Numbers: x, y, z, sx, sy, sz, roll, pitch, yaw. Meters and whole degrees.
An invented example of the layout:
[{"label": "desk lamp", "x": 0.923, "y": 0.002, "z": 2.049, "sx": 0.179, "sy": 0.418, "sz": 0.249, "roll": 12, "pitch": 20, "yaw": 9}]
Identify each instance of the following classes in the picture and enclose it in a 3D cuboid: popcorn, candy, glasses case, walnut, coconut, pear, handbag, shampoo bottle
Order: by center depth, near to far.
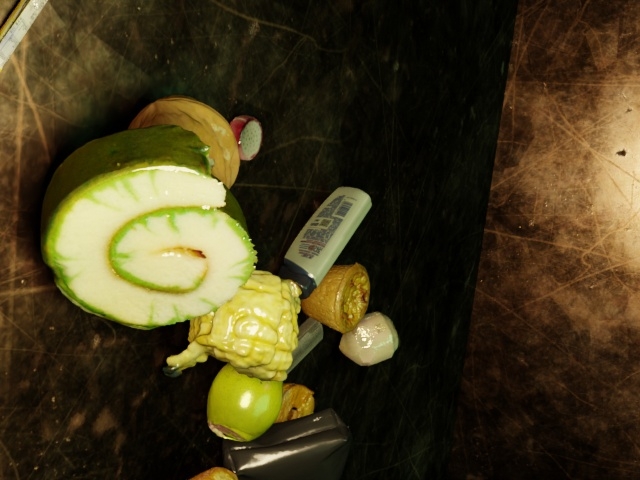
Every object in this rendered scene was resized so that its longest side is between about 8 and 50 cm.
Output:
[{"label": "walnut", "x": -0.263, "y": -0.160, "z": 1.403, "sx": 0.228, "sy": 0.228, "sz": 0.228, "roll": -31, "pitch": 127, "yaw": -54}, {"label": "popcorn", "x": -0.164, "y": 0.190, "z": 1.665, "sx": 0.293, "sy": 0.293, "sz": 0.237, "roll": 52, "pitch": 35, "yaw": -55}, {"label": "candy", "x": -0.171, "y": -0.232, "z": 1.701, "sx": 0.103, "sy": 0.043, "sz": 0.103, "roll": -31, "pitch": 126, "yaw": -54}, {"label": "pear", "x": -0.170, "y": 0.364, "z": 1.790, "sx": 0.220, "sy": 0.187, "sz": 0.187, "roll": -63, "pitch": 149, "yaw": -31}, {"label": "handbag", "x": -0.082, "y": 0.592, "z": 1.971, "sx": 0.342, "sy": 0.152, "sz": 0.288, "roll": -10, "pitch": 129, "yaw": -13}, {"label": "shampoo bottle", "x": 0.000, "y": 0.000, "z": 2.006, "sx": 0.359, "sy": 0.134, "sz": 0.078, "roll": -55, "pitch": 145, "yaw": -32}, {"label": "glasses case", "x": -0.063, "y": 0.296, "z": 2.098, "sx": 0.205, "sy": 0.047, "sz": 0.071, "roll": -38, "pitch": 132, "yaw": -49}, {"label": "coconut", "x": 0.146, "y": 0.311, "z": 2.371, "sx": 0.182, "sy": 0.171, "sz": 0.171, "roll": -15, "pitch": 121, "yaw": -16}]

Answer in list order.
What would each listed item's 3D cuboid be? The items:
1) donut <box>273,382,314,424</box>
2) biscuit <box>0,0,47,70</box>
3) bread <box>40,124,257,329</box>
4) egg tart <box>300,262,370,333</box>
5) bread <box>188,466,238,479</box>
[{"label": "donut", "x": -0.097, "y": 0.476, "z": 2.081, "sx": 0.190, "sy": 0.074, "sz": 0.174, "roll": 15, "pitch": 88, "yaw": -58}, {"label": "biscuit", "x": -0.441, "y": -0.375, "z": 1.172, "sx": 0.292, "sy": 0.026, "sz": 0.048, "roll": -66, "pitch": 153, "yaw": -21}, {"label": "bread", "x": -0.280, "y": -0.020, "z": 1.283, "sx": 0.366, "sy": 0.129, "sz": 0.382, "roll": 16, "pitch": 124, "yaw": -29}, {"label": "egg tart", "x": 0.037, "y": 0.149, "z": 2.118, "sx": 0.202, "sy": 0.147, "sz": 0.203, "roll": -34, "pitch": 130, "yaw": -52}, {"label": "bread", "x": -0.269, "y": 0.661, "z": 1.730, "sx": 0.268, "sy": 0.145, "sz": 0.268, "roll": -24, "pitch": 127, "yaw": -36}]
